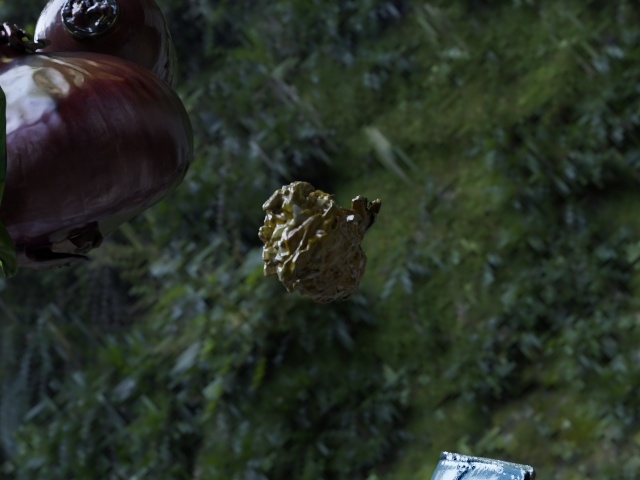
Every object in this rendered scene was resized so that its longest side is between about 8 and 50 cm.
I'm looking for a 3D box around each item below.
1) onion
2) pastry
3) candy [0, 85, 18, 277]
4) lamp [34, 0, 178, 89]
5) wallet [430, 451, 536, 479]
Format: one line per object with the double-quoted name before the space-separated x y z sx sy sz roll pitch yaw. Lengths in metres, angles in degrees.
"onion" -0.307 -0.109 1.566 0.348 0.285 0.347 -24 5 2
"pastry" 0.000 0.000 1.906 0.250 0.102 0.154 27 -100 -71
"candy" -0.311 -0.099 1.285 0.069 0.149 0.246 -9 -61 -24
"lamp" -0.278 -0.247 1.920 0.180 0.180 0.258 -41 -18 -11
"wallet" 0.118 0.322 1.363 0.176 0.075 0.250 -3 57 61
